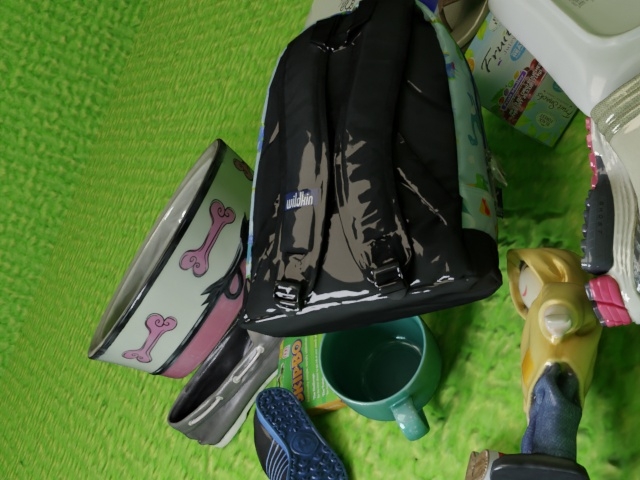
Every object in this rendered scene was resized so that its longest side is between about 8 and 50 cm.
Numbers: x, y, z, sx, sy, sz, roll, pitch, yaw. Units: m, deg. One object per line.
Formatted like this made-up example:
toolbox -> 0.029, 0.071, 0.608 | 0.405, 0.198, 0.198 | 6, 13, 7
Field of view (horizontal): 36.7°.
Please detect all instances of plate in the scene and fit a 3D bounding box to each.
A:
plate -> 0.319, -0.257, 0.918 | 0.278, 0.045, 0.277 | -29, 37, 7

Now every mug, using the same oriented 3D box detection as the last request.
mug -> 0.072, 0.153, 1.103 | 0.129, 0.097, 0.158 | -1, 63, 23

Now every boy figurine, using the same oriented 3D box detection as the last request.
boy figurine -> 0.207, 0.106, 0.880 | 0.177, 0.092, 0.285 | 83, -165, -49

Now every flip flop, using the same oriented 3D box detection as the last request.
flip flop -> 0.208, -0.359, 1.288 | 0.277, 0.080, 0.112 | -55, 30, 22

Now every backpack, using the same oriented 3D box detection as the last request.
backpack -> 0.060, -0.088, 1.060 | 0.290, 0.273, 0.356 | -16, 76, 28

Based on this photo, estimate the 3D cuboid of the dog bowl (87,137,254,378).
dog bowl -> -0.209, 0.044, 1.564 | 0.408, 0.150, 0.408 | -54, 14, 21

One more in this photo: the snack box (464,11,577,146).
snack box -> 0.259, -0.235, 1.117 | 0.207, 0.070, 0.174 | -58, 29, 15

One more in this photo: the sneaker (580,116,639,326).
sneaker -> 0.307, -0.058, 0.878 | 0.112, 0.121, 0.299 | -6, 60, 27

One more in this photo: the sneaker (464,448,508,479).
sneaker -> 0.181, 0.231, 0.949 | 0.118, 0.067, 0.042 | 100, -178, -74

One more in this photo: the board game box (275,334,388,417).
board game box -> 0.018, 0.163, 1.285 | 0.259, 0.039, 0.124 | -26, 48, 48

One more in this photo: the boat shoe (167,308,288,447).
boat shoe -> -0.119, 0.171, 1.455 | 0.335, 0.095, 0.112 | -59, 29, 15

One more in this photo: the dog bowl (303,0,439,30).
dog bowl -> 0.083, -0.345, 1.473 | 0.265, 0.104, 0.265 | -41, 37, 41

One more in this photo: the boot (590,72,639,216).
boot -> 0.337, -0.087, 0.757 | 0.213, 0.077, 0.165 | -25, 63, 16

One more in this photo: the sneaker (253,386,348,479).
sneaker -> -0.025, 0.295, 1.231 | 0.232, 0.081, 0.090 | -120, 26, -45
